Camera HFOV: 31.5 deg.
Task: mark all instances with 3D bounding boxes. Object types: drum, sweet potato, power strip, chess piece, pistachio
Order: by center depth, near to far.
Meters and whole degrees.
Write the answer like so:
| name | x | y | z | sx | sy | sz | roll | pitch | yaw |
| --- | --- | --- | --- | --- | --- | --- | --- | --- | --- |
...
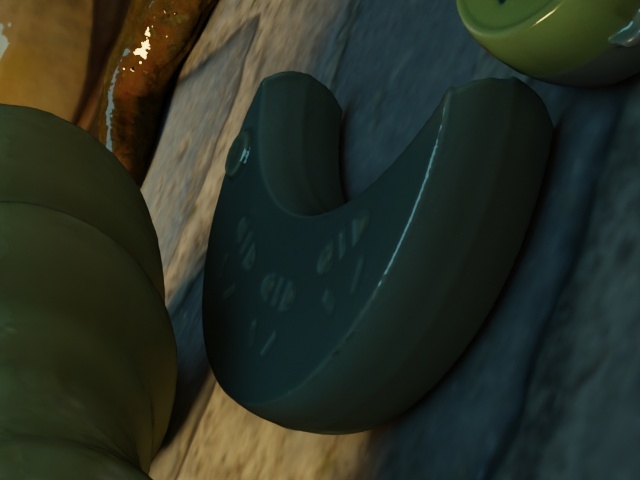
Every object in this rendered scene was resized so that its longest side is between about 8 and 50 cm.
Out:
| name | x | y | z | sx | sy | sz | roll | pitch | yaw |
| --- | --- | --- | --- | --- | --- | --- | --- | --- | --- |
| drum | 0.129 | -0.169 | 0.381 | 0.253 | 0.049 | 0.130 | -61 | 25 | 18 |
| chess piece | -0.122 | 0.122 | 0.442 | 0.234 | 0.234 | 0.442 | -60 | 29 | 21 |
| power strip | 0.000 | 0.000 | 0.520 | 0.253 | 0.054 | 0.168 | 14 | 84 | 65 |
| sweet potato | -0.139 | -0.151 | 0.933 | 0.233 | 0.062 | 0.081 | -67 | 25 | 13 |
| pistachio | -0.258 | -0.172 | 1.081 | 0.181 | 0.162 | 0.293 | 6 | 72 | 48 |
